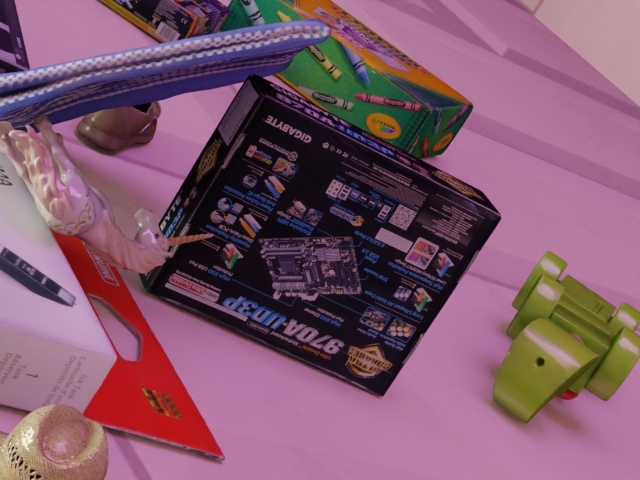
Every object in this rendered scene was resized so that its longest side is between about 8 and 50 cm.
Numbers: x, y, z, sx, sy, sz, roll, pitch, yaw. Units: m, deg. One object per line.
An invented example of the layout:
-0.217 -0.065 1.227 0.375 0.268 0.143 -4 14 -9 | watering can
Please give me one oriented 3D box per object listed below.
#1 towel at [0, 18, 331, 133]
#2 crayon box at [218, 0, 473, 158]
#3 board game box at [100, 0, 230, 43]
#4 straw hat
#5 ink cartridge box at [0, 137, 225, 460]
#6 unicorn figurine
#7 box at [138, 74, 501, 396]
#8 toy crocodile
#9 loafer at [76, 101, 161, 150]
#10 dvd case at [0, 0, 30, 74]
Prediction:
-0.123 -0.116 1.309 0.243 0.040 0.336 -12 4 -4 | towel
0.031 -0.205 2.138 0.278 0.081 0.165 37 18 14 | crayon box
-0.197 -0.280 1.993 0.170 0.048 0.141 34 18 4 | board game box
-0.143 0.121 0.957 0.144 0.061 0.144 29 17 -10 | straw hat
-0.189 0.018 1.167 0.239 0.060 0.275 19 22 -36 | ink cartridge box
-0.157 -0.025 1.199 0.111 0.060 0.162 52 18 12 | unicorn figurine
0.000 0.000 1.352 0.220 0.175 0.051 25 17 -24 | box
0.225 0.091 1.662 0.115 0.105 0.340 34 12 4 | toy crocodile
-0.168 -0.115 1.583 0.056 0.050 0.148 33 17 -2 | loafer
-0.354 -0.241 1.503 0.239 0.029 0.179 23 40 -45 | dvd case
